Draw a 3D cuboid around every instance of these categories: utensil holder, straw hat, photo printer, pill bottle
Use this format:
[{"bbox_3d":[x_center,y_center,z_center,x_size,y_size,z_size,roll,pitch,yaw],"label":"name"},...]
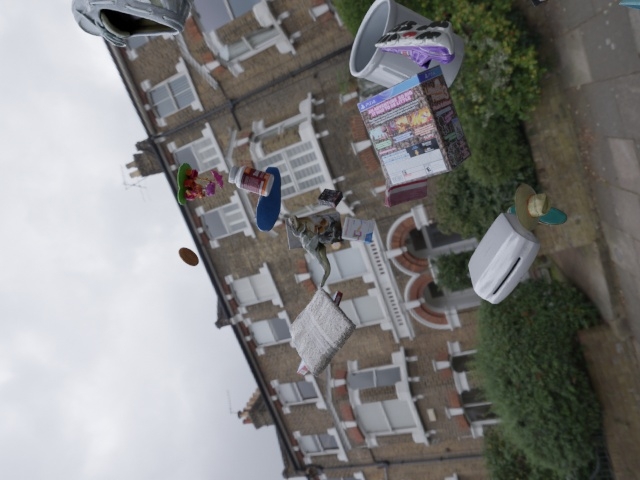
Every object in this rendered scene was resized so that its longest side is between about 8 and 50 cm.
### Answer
[{"bbox_3d":[0.372,-0.817,1.797,0.386,0.327,0.327,13,-127,-22],"label":"utensil holder"},{"bbox_3d":[0.634,-0.102,1.199,0.145,0.061,0.144,5,-100,-32],"label":"straw hat"},{"bbox_3d":[0.602,0.057,1.366,0.107,0.255,0.307,27,-157,5],"label":"photo printer"},{"bbox_3d":[-0.255,-0.224,1.514,0.086,0.152,0.085,-163,90,-87],"label":"pill bottle"}]

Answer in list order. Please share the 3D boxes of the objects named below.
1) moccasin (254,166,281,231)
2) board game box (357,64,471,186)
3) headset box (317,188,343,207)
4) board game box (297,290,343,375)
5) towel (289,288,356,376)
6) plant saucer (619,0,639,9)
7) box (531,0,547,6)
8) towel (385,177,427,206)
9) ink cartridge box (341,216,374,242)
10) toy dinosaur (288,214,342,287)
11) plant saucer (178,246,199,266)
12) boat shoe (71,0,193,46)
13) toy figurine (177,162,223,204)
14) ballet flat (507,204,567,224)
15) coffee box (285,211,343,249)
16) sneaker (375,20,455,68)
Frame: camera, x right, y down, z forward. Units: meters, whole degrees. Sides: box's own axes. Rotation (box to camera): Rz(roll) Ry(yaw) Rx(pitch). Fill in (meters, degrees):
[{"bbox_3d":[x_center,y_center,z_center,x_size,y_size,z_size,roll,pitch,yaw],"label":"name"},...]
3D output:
[{"bbox_3d":[-0.252,-0.205,2.115,0.117,0.138,0.341,128,154,-78],"label":"moccasin"},{"bbox_3d":[0.290,-0.345,1.274,0.141,0.232,0.290,-35,-73,-39],"label":"board game box"},{"bbox_3d":[0.040,-0.158,1.534,0.062,0.083,0.032,-57,-34,-28],"label":"headset box"},{"bbox_3d":[0.002,0.314,1.412,0.027,0.145,0.281,31,-138,-6],"label":"board game box"},{"bbox_3d":[-0.004,0.268,1.262,0.049,0.187,0.282,37,-179,-24],"label":"towel"},{"bbox_3d":[0.610,-0.399,0.694,0.192,0.067,0.018,-112,29,-56],"label":"plant saucer"},{"bbox_3d":[0.659,-0.728,1.027,0.296,0.294,0.073,-13,-88,-51],"label":"box"},{"bbox_3d":[0.400,-0.323,1.845,0.037,0.237,0.328,39,139,50],"label":"towel"},{"bbox_3d":[0.155,-0.042,1.701,0.052,0.123,0.088,82,-161,-84],"label":"ink cartridge box"},{"bbox_3d":[0.000,0.000,1.071,0.064,0.118,0.268,34,-164,-40],"label":"toy dinosaur"},{"bbox_3d":[-0.459,0.055,1.437,0.083,0.013,0.083,43,-163,-16],"label":"plant saucer"},{"bbox_3d":[-0.406,-0.472,0.863,0.118,0.321,0.102,21,-104,-66],"label":"boat shoe"},{"bbox_3d":[-0.468,-0.222,1.631,0.130,0.160,0.172,68,-153,-70],"label":"toy figurine"},{"bbox_3d":[0.836,-0.101,1.591,0.067,0.207,0.072,15,-92,-72],"label":"ballet flat"},{"bbox_3d":[-0.029,-0.045,1.873,0.098,0.247,0.141,-157,59,-86],"label":"coffee box"},{"bbox_3d":[0.162,-0.336,0.721,0.170,0.068,0.071,39,167,48],"label":"sneaker"}]
